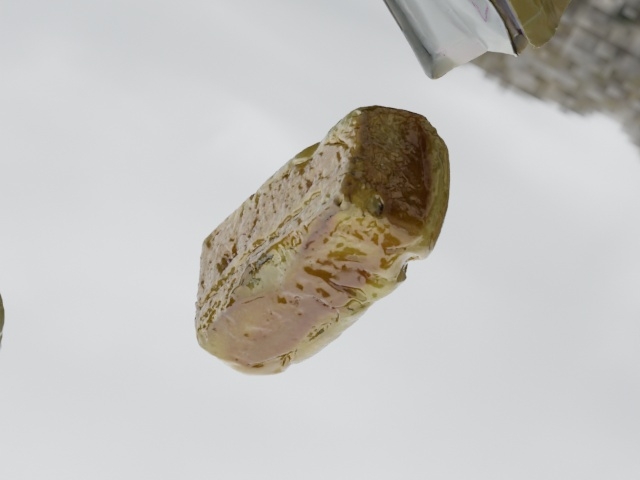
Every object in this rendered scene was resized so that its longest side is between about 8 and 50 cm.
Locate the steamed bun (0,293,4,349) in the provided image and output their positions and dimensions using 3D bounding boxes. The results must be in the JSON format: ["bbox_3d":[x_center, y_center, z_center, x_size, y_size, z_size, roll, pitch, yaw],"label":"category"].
[{"bbox_3d":[-0.475,0.087,1.711,0.372,0.230,0.325,-10,178,-9],"label":"steamed bun"}]

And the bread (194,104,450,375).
[{"bbox_3d":[0.000,0.000,1.767,0.132,0.294,0.167,35,-138,-18],"label":"bread"}]

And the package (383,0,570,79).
[{"bbox_3d":[0.157,-0.353,1.985,0.311,0.221,0.165,60,158,-17],"label":"package"}]
